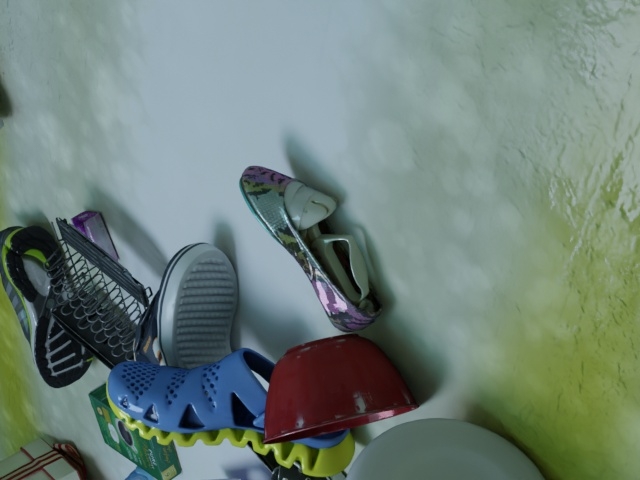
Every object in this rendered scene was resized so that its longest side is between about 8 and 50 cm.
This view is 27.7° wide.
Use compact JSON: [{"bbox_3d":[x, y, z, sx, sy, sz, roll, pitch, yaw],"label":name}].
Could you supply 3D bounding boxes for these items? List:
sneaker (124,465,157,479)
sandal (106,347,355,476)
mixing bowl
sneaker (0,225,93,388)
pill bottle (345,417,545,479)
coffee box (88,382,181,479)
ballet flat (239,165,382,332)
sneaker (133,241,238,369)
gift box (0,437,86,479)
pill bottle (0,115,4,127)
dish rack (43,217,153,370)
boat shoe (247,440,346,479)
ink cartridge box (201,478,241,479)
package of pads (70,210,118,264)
[{"bbox_3d":[-0.309,0.457,2.245,0.063,0.073,0.162,23,134,44],"label":"sneaker"},{"bbox_3d":[-0.105,0.187,1.605,0.318,0.126,0.138,9,119,-1],"label":"sandal"},{"bbox_3d":[0.012,0.164,1.472,0.181,0.182,0.098,-35,66,59],"label":"mixing bowl"},{"bbox_3d":[-0.456,0.103,2.137,0.121,0.111,0.299,26,132,56],"label":"sneaker"},{"bbox_3d":[0.107,0.397,1.459,0.229,0.229,0.407,43,146,24],"label":"pill bottle"},{"bbox_3d":[-0.309,0.320,2.157,0.184,0.040,0.113,22,134,45],"label":"coffee box"},{"bbox_3d":[0.000,0.000,1.429,0.079,0.077,0.221,-27,99,40],"label":"ballet flat"},{"bbox_3d":[-0.188,0.116,1.730,0.127,0.126,0.321,33,141,31],"label":"sneaker"},{"bbox_3d":[-0.530,0.552,2.456,0.276,0.258,0.255,22,134,55],"label":"gift box"},{"bbox_3d":[-0.588,-0.271,1.924,0.162,0.162,0.278,0,117,55],"label":"pill bottle"},{"bbox_3d":[-0.319,0.092,1.896,0.208,0.074,0.271,35,154,21],"label":"dish rack"},{"bbox_3d":[-0.035,0.308,1.732,0.219,0.070,0.077,45,146,21],"label":"boat shoe"},{"bbox_3d":[-0.078,0.424,1.898,0.208,0.045,0.206,57,157,-3],"label":"ink cartridge box"},{"bbox_3d":[-0.334,-0.001,1.923,0.050,0.032,0.083,7,122,49],"label":"package of pads"}]
